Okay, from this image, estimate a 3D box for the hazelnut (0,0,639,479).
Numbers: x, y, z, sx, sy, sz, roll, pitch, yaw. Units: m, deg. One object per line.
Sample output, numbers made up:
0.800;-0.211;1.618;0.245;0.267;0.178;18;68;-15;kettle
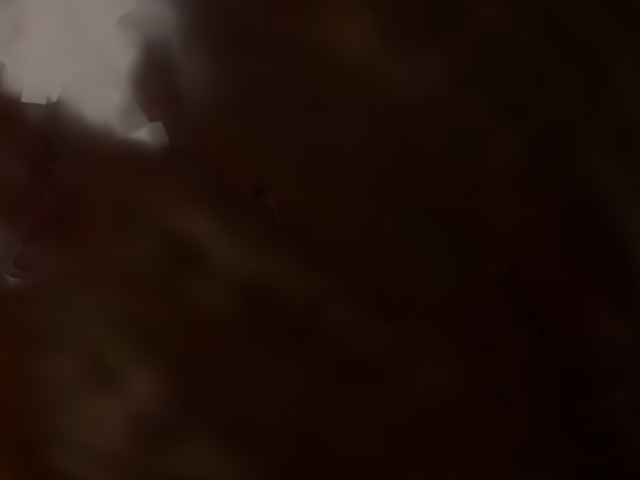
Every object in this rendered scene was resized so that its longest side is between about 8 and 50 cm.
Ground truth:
0.000;0.000;0.682;0.421;0.353;0.420;4;102;18;hazelnut
